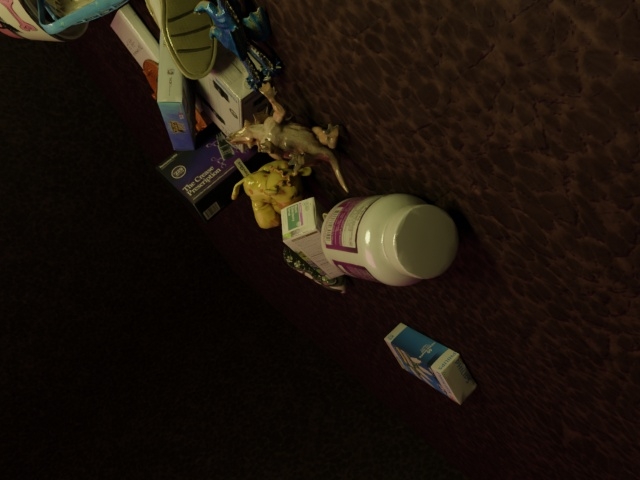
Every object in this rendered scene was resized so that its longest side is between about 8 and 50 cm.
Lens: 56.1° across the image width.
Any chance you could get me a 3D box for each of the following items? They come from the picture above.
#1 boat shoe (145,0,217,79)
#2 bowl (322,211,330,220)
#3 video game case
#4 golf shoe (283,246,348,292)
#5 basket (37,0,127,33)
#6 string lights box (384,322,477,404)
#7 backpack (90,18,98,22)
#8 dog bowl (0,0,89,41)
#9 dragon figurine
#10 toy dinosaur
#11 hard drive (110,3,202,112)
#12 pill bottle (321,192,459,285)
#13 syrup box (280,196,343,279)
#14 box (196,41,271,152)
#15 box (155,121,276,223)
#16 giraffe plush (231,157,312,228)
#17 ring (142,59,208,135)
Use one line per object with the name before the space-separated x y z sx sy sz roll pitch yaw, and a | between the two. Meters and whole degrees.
boat shoe | -0.288 -0.473 1.202 0.103 0.113 0.302 23 131 67
bowl | 0.089 -0.017 1.362 0.170 0.080 0.170 50 173 9
video game case | -0.347 -0.384 1.469 0.269 0.061 0.244 110 157 -74
golf shoe | -0.020 0.089 1.942 0.273 0.105 0.120 36 168 42
basket | -0.538 -0.606 1.381 0.201 0.254 0.289 69 174 -51
string lights box | 0.303 0.336 1.671 0.133 0.076 0.259 57 163 -26
backpack | -0.772 -0.781 1.872 0.182 0.115 0.152 48 169 15
dog bowl | -0.752 -0.696 1.508 0.408 0.150 0.408 -9 -90 -81
dragon figurine | -0.148 -0.389 1.094 0.144 0.085 0.289 42 169 17
toy dinosaur | -0.050 -0.204 1.237 0.295 0.127 0.200 28 180 4
hard drive | -0.500 -0.535 1.842 0.353 0.047 0.233 55 165 -21
pill bottle | 0.125 -0.003 1.129 0.169 0.169 0.301 52 166 -15
syrup box | 0.000 0.000 1.487 0.237 0.096 0.093 43 -147 -50
box | -0.202 -0.337 1.390 0.169 0.087 0.290 47 166 5
box | -0.273 -0.201 1.598 0.184 0.261 0.103 40 165 30
giraffe plush | -0.099 -0.130 1.491 0.210 0.181 0.170 37 162 -33
ring | -0.441 -0.404 1.852 0.336 0.032 0.337 44 164 16
